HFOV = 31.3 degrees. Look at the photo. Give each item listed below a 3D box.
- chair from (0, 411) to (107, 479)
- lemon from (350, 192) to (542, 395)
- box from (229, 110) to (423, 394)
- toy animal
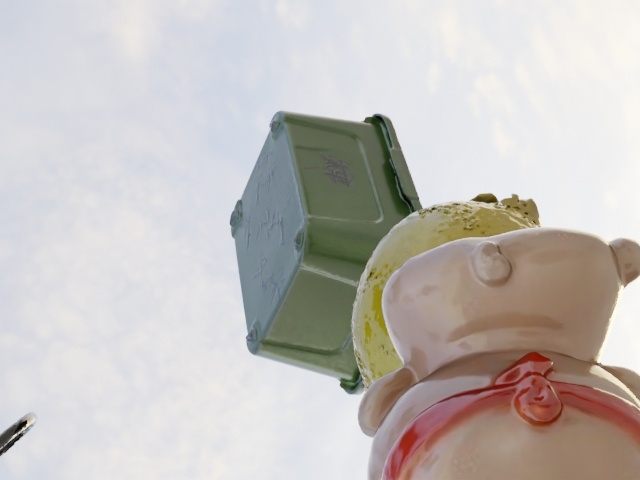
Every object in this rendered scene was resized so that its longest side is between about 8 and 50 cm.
[{"bbox_3d":[-0.436,0.191,1.166,0.401,0.226,0.226,45,-131,0],"label":"chair"},{"bbox_3d":[0.112,0.058,0.878,0.173,0.173,0.206,31,-102,-42],"label":"lemon"},{"bbox_3d":[0.000,0.000,1.433,0.178,0.252,0.328,12,-144,-18],"label":"box"},{"bbox_3d":[0.105,0.096,0.610,0.171,0.171,0.197,33,-134,-41],"label":"toy animal"}]
